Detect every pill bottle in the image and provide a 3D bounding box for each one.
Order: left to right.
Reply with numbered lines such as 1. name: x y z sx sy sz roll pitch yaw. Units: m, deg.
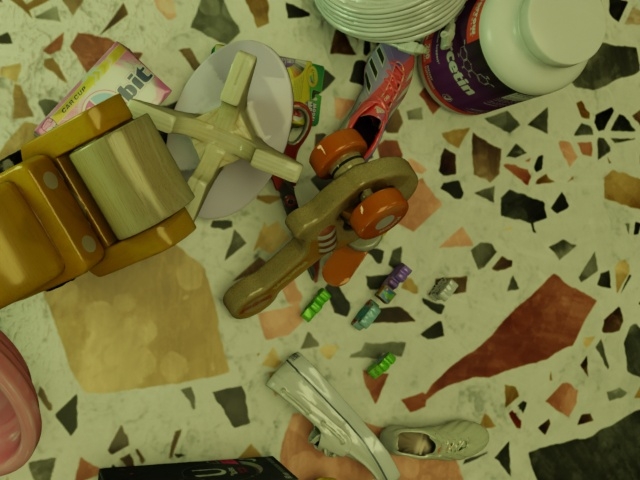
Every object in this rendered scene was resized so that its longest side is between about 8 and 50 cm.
1. pill bottle: 0.289 -0.300 1.459 0.182 0.323 0.181 0 88 -18

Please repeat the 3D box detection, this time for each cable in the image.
1. cable: 0.108 -0.417 1.458 0.257 0.089 0.257 14 67 20

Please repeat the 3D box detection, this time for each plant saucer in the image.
1. plant saucer: -0.507 0.175 1.233 0.332 0.332 0.084 37 42 -14

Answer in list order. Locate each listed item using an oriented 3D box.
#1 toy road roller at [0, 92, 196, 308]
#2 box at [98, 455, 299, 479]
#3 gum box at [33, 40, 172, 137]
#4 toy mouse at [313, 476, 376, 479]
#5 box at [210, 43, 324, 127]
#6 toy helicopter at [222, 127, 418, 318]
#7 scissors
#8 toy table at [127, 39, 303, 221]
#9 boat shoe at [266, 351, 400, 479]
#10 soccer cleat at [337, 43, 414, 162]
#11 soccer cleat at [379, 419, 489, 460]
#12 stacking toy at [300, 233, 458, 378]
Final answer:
1. toy road roller: -0.353 -0.025 1.239 0.202 0.330 0.240 62 33 -12
2. box: -0.178 0.404 1.377 0.271 0.165 0.143 0 90 -18
3. gum box: -0.315 -0.191 1.398 0.107 0.062 0.188 42 78 -13
4. toy mouse: 0.030 0.433 1.489 0.161 0.031 0.143 -25 106 10
5. box: -0.085 -0.237 1.485 0.179 0.043 0.105 8 87 -15
6. toy helicopter: 0.000 0.000 1.424 0.355 0.235 0.140 -40 69 18
7. scissors: -0.062 -0.078 1.484 0.109 0.021 0.296 -5 103 -17
8. toy table: -0.141 -0.153 1.364 0.252 0.161 0.274 10 101 1
9. boat shoe: 0.018 0.294 1.491 0.084 0.095 0.258 -42 91 -10
10. soccer cleat: 0.093 -0.221 1.514 0.083 0.095 0.248 31 80 -15
11. soccer cleat: 0.191 0.328 1.545 0.196 0.076 0.068 3 88 -18
12. stacking toy: 0.096 0.091 1.536 0.167 0.052 0.221 43 79 -11
